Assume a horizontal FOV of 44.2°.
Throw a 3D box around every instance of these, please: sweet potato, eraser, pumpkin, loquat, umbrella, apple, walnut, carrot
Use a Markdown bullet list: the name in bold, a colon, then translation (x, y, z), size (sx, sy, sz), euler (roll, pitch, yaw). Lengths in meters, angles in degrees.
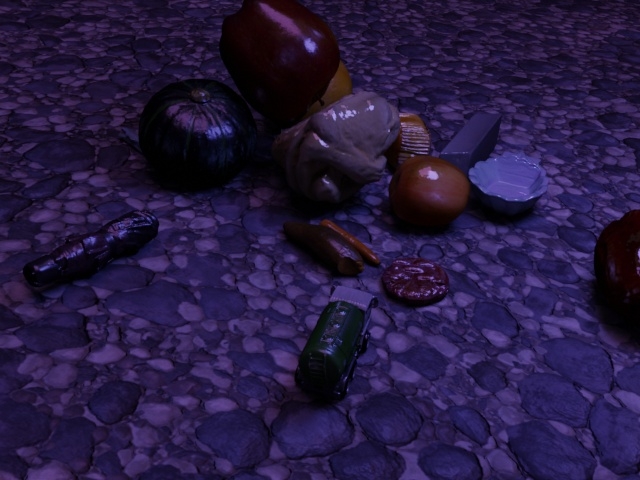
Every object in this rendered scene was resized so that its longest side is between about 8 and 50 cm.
- **sweet potato**: translation (0.000, 0.000, 1.747), size (0.077, 0.077, 0.243), euler (-23, 44, -37)
- **eraser**: translation (0.407, -0.248, 2.157), size (0.077, 0.111, 0.352), euler (17, 35, 21)
- **pumpkin**: translation (-0.307, -0.284, 1.980), size (0.315, 0.239, 0.315), euler (10, 42, -9)
- **loquat**: translation (-0.046, -0.446, 2.258), size (0.274, 0.275, 0.275), euler (4, 33, -3)
- **umbrella**: translation (-0.466, 0.019, 1.631), size (0.090, 0.094, 0.326), euler (-3, 20, 41)
- **apple**: translation (-0.099, -0.458, 1.978), size (0.317, 0.288, 0.288), euler (47, 38, -5)
- **apple**: translation (0.262, -0.118, 1.888), size (0.199, 0.199, 0.199), euler (4, 33, -3)
- **walnut**: translation (0.701, 0.062, 1.642), size (0.243, 0.222, 0.269), euler (3, 47, 11)
- **carrot**: translation (0.068, 0.004, 1.786), size (0.190, 0.037, 0.037), euler (32, 41, 33)

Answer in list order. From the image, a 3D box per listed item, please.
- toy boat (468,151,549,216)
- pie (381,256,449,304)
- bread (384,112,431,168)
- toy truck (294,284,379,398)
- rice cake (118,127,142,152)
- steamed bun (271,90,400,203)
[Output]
- **toy boat**: translation (0.482, -0.141, 2.014), size (0.199, 0.100, 0.290), euler (20, 36, 20)
- **pie**: translation (0.204, 0.086, 1.683), size (0.154, 0.036, 0.154), euler (3, 34, -2)
- **bread**: translation (0.226, -0.271, 2.145), size (0.114, 0.132, 0.190), euler (2, 29, -7)
- **toy truck**: translation (0.028, 0.180, 1.430), size (0.101, 0.125, 0.242), euler (13, 33, 13)
- **rice cake**: translation (-0.483, -0.258, 2.106), size (0.180, 0.030, 0.042), euler (33, 29, 35)
- **steamed bun**: translation (0.050, -0.227, 1.942), size (0.324, 0.230, 0.372), euler (-32, 8, -7)
